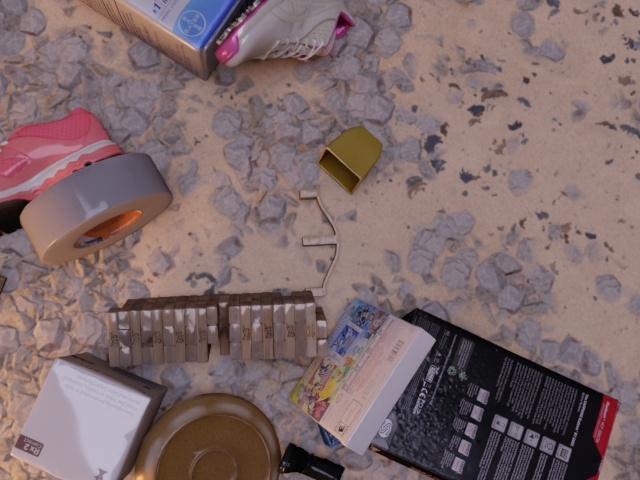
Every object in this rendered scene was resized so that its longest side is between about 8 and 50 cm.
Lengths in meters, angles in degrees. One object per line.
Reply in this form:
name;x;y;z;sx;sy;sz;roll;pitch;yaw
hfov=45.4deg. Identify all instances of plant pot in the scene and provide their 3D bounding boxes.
plant pot;0.057;-0.143;1.281;0.081;0.081;0.083;43;72;2
plant pot;-0.168;0.359;1.192;0.236;0.032;0.236;-1;92;-22

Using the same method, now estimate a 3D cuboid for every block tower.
block tower;-0.160;0.137;1.215;0.335;0.097;0.091;-2;99;-5

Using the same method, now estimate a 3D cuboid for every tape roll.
tape roll;-0.340;-0.047;1.169;0.219;0.219;0.072;-29;85;-7

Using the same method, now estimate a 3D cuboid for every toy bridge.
toy bridge;0.000;0.000;1.285;0.063;0.026;0.188;-3;84;-5

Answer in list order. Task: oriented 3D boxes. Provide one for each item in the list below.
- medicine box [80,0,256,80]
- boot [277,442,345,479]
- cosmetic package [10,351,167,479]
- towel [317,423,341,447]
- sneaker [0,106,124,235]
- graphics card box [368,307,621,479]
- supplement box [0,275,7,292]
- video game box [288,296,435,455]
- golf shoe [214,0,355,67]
medicine box;-0.239;-0.463;1.259;0.289;0.149;0.263;33;82;-1
boot;-0.013;0.357;1.200;0.099;0.121;0.045;25;85;5
cosmetic package;-0.339;0.269;1.151;0.151;0.184;0.151;23;83;-2
towel;0.053;0.288;1.255;0.119;0.029;0.067;-21;85;-6
sneaker;-0.482;-0.111;1.236;0.314;0.116;0.136;-27;76;-13
graphics card box;0.265;0.290;1.222;0.371;0.094;0.233;24;73;-3
supplement box;-0.556;0.069;1.208;0.083;0.083;0.056;20;83;-2
video game box;0.059;0.204;1.190;0.048;0.187;0.205;39;82;-32
golf shoe;-0.044;-0.342;1.233;0.140;0.115;0.306;51;51;-12
